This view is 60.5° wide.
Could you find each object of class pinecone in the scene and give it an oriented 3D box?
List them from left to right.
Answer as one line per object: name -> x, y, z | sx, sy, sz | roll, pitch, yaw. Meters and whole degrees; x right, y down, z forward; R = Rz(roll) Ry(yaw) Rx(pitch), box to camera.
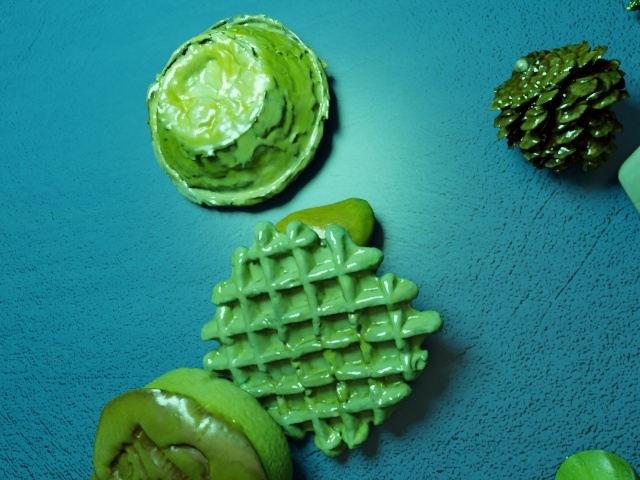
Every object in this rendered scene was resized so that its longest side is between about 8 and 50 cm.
pinecone -> 0.300, -0.160, 0.683 | 0.174, 0.173, 0.173 | -2, 81, 14

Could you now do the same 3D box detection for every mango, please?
mango -> 0.000, 0.007, 0.765 | 0.165, 0.089, 0.115 | -12, 70, 9

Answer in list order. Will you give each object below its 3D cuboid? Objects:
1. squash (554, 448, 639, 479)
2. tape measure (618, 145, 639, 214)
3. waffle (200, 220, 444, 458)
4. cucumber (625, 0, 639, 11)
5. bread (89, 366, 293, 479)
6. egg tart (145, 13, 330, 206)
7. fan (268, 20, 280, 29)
squash -> 0.325, 0.302, 0.614 | 0.105, 0.132, 0.105 | -2, 84, 14
tape measure -> 0.458, -0.099, 0.574 | 0.265, 0.258, 0.130 | -26, 75, 9
waffle -> -0.016, 0.130, 0.714 | 0.292, 0.056, 0.309 | 34, 113, 7
cucumber -> 0.538, -0.364, 0.690 | 0.300, 0.072, 0.072 | -19, 78, 10
bread -> -0.166, 0.296, 0.702 | 0.270, 0.148, 0.269 | 5, 104, 19
egg tart -> -0.143, -0.201, 0.808 | 0.315, 0.120, 0.315 | -3, 82, 18
fan -> -0.042, -0.255, 0.848 | 0.038, 0.016, 0.193 | -28, 75, 15
